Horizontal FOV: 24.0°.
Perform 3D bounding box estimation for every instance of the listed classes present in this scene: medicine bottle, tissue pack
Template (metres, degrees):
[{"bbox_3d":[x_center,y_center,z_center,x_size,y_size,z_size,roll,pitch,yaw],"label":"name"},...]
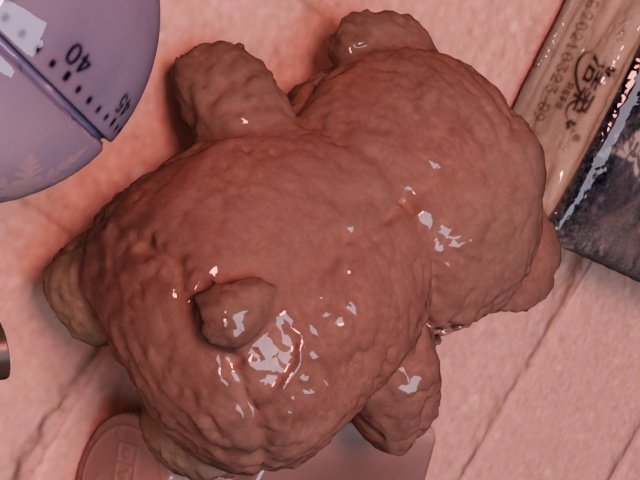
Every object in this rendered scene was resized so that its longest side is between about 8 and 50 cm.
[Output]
[{"bbox_3d":[-0.038,0.146,0.858,0.188,0.088,0.132,10,102,-43],"label":"medicine bottle"},{"bbox_3d":[0.238,-0.060,1.000,0.257,0.081,0.185,22,95,-44],"label":"tissue pack"}]

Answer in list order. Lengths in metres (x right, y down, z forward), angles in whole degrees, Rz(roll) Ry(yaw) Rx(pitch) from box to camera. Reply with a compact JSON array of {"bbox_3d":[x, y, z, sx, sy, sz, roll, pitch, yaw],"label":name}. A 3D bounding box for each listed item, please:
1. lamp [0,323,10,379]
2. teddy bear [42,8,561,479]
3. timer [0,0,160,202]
[{"bbox_3d":[-0.179,0.019,0.716,0.054,0.041,0.121,-11,121,-27],"label":"lamp"},{"bbox_3d":[0.000,0.000,0.771,0.267,0.151,0.236,-41,102,-40],"label":"teddy bear"},{"bbox_3d":[-0.189,-0.073,0.604,0.255,0.175,0.175,-23,129,2],"label":"timer"}]
